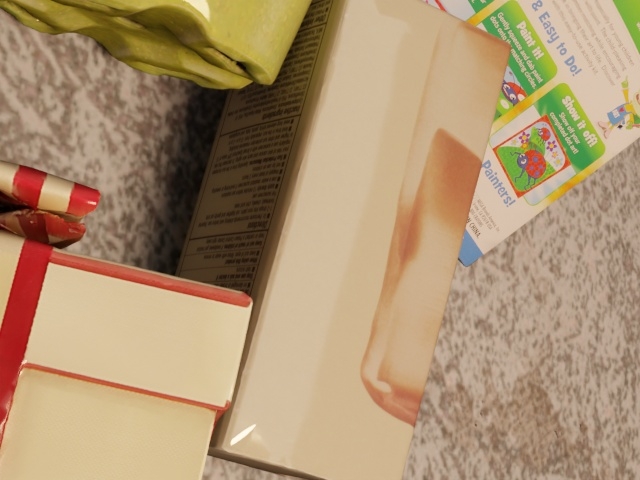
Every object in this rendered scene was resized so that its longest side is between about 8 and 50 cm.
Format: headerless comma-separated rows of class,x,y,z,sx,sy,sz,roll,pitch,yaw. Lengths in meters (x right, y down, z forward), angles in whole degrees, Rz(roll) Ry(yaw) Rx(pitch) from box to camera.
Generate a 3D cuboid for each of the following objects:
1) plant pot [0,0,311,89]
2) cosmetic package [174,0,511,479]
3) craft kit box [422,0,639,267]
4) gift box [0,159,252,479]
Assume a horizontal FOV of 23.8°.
plant pot,-0.077,-0.233,0.883,0.276,0.276,0.253,22,83,-42
cosmetic package,0.000,0.000,0.955,0.129,0.153,0.296,21,79,-26
craft kit box,0.136,-0.146,1.113,0.247,0.061,0.250,-35,119,3
gift box,-0.182,0.099,0.654,0.276,0.255,0.258,16,77,-10
